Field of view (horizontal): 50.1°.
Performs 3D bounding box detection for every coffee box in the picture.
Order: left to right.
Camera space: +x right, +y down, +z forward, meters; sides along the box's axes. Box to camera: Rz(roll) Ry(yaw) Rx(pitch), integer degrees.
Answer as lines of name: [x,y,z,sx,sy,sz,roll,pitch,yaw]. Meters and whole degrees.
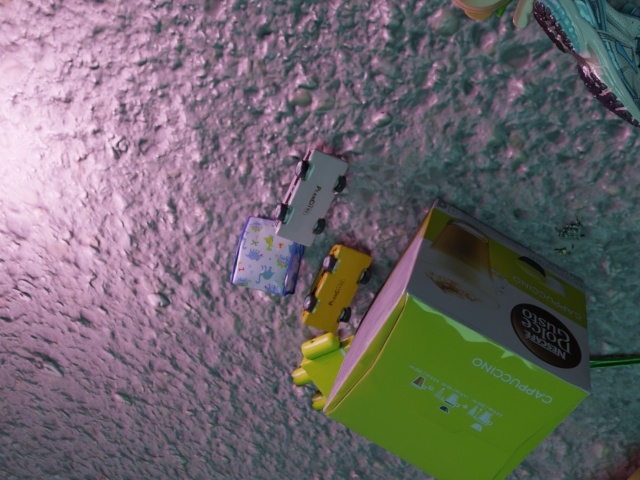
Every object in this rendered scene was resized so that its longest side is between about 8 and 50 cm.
coffee box: [0.256,0.198,1.277,0.338,0.334,0.338,29,125,1]

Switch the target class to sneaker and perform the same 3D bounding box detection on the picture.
sneaker: [0.459,-0.293,1.056,0.122,0.110,0.283,-40,110,14]

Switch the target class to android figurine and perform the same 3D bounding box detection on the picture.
android figurine: [0.069,0.313,1.582,0.273,0.056,0.248,-24,109,31]

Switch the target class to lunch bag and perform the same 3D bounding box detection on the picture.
lunch bag: [-0.108,0.031,1.456,0.129,0.096,0.151,11,93,13]

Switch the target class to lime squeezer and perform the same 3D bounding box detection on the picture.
lime squeezer: [0.492,0.281,1.357,0.310,0.110,0.058,-22,129,-15]

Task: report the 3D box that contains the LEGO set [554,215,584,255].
LEGO set: [0.463,-0.004,1.272,0.054,0.023,0.083,-1,119,20]

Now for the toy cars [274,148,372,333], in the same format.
toy cars: [0.000,0.000,1.398,0.177,0.087,0.393,-20,114,-10]

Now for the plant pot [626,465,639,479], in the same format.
plant pot: [0.719,0.559,1.392,0.276,0.276,0.253,23,113,6]

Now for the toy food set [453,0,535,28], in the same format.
toy food set: [0.258,-0.424,1.096,0.192,0.038,0.132,23,117,12]
